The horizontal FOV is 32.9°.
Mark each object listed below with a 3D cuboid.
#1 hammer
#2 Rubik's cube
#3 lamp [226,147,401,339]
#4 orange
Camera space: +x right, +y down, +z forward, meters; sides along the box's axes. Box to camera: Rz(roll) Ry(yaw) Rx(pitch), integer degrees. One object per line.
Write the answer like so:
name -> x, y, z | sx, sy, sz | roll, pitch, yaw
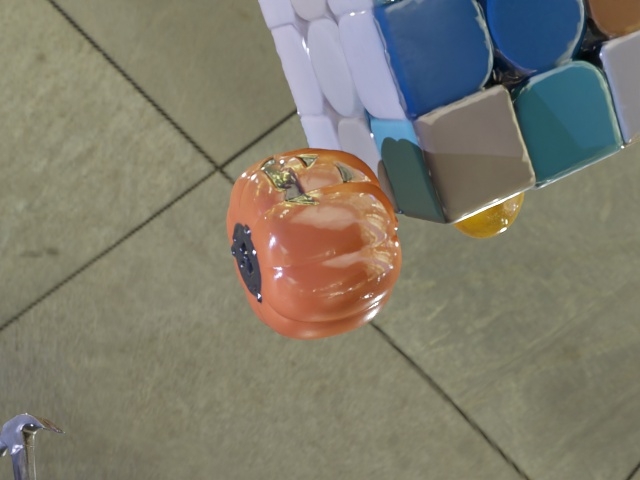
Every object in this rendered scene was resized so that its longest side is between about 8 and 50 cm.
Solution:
hammer -> -0.389, 0.366, 1.462 | 0.037, 0.137, 0.290 | 26, 35, -45
Rubik's cube -> 0.155, -0.246, 1.216 | 0.344, 0.347, 0.347 | -25, 106, -17
lamp -> 0.000, 0.000, 1.054 | 0.164, 0.188, 0.188 | -15, 68, -18
orange -> 0.254, -0.081, 1.737 | 0.134, 0.154, 0.155 | -39, 76, 13
